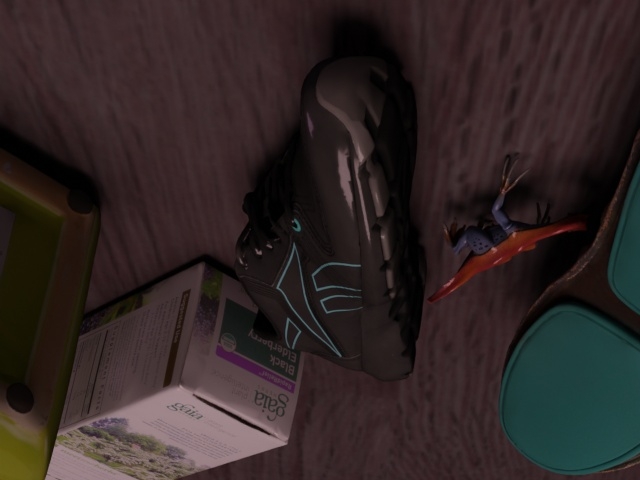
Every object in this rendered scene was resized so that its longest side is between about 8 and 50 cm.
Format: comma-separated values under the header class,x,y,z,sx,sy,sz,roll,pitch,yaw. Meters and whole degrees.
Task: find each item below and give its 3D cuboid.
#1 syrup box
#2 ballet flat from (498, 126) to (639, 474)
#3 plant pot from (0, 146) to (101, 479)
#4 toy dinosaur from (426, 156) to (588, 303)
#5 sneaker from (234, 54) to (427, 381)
class,x,y,z,sx,sy,sz,roll,pitch,yaw
syrup box,-0.122,0.105,0.929,0.093,0.096,0.237,30,142,-31
ballet flat,0.185,0.022,0.702,0.107,0.106,0.316,41,148,14
plant pot,-0.259,0.047,0.770,0.227,0.228,0.207,33,134,-31
toy dinosaur,0.108,0.002,0.735,0.047,0.090,0.082,13,-177,-32
sneaker,0.000,0.000,0.729,0.106,0.101,0.267,7,147,10
